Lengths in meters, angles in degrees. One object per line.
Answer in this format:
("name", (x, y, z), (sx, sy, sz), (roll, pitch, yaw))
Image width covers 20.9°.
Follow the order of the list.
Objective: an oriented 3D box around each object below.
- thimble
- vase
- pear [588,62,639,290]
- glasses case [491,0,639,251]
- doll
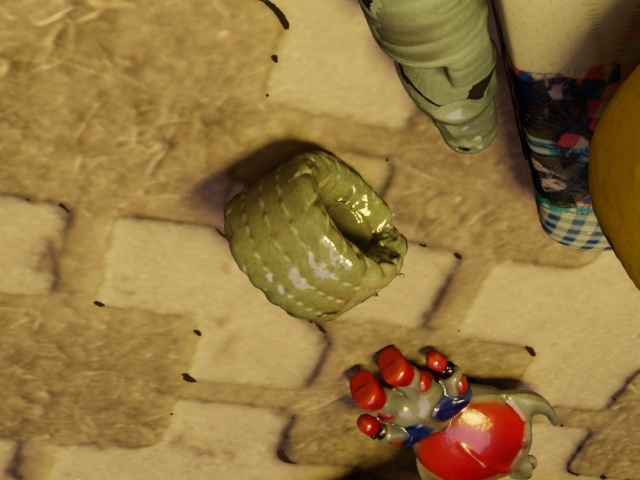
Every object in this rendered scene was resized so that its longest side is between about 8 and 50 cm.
("thimble", (0.000, 0.000, 0.971), (0.062, 0.084, 0.110), (-31, 142, 24))
("vase", (0.055, -0.107, 0.853), (0.060, 0.060, 0.211), (-18, 148, 7))
("pear", (0.286, -0.026, 0.750), (0.285, 0.336, 0.285), (-22, 127, -33))
("glasses case", (0.160, -0.092, 0.898), (0.125, 0.076, 0.327), (-15, 148, 5))
("doll", (0.096, 0.132, 1.235), (0.195, 0.062, 0.104), (32, 95, -41))
